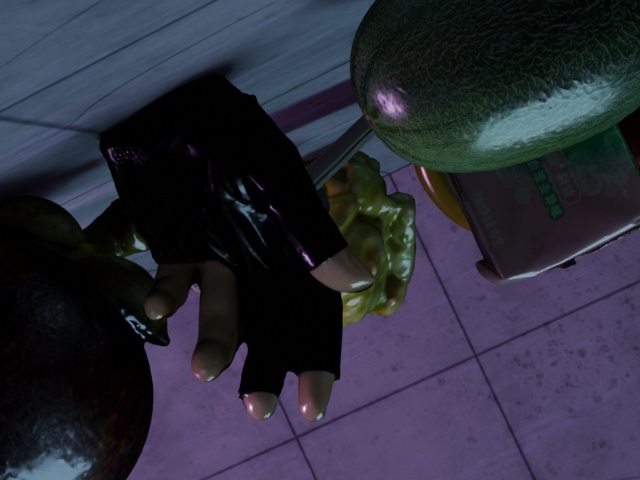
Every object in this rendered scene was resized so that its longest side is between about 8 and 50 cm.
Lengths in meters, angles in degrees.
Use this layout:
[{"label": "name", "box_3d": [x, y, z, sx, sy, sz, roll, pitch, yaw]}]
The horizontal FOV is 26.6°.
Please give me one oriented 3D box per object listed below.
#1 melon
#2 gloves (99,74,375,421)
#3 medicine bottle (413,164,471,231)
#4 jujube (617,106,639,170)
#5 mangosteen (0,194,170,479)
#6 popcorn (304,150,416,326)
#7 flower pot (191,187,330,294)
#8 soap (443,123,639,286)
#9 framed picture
[{"label": "melon", "box_3d": [0.161, -0.157, 1.008, 0.287, 0.182, 0.182, -22, 178, 2]}, {"label": "gloves", "box_3d": [-0.060, 0.006, 1.115, 0.197, 0.301, 0.152, -28, 157, 33]}, {"label": "medicine bottle", "box_3d": [0.230, -0.138, 1.626, 0.224, 0.224, 0.384, -26, -175, 12]}, {"label": "jujube", "box_3d": [0.481, -0.233, 1.741, 0.318, 0.223, 0.223, -55, 175, 5]}, {"label": "mangosteen", "box_3d": [-0.294, 0.115, 1.213, 0.330, 0.330, 0.330, -25, 178, -1]}, {"label": "popcorn", "box_3d": [0.017, -0.006, 2.178, 0.312, 0.312, 0.312, -25, 178, -1]}, {"label": "flower pot", "box_3d": [-0.068, 0.023, 1.890, 0.235, 0.140, 0.235, -20, -138, 19]}, {"label": "soap", "box_3d": [0.184, -0.108, 1.243, 0.218, 0.273, 0.098, -25, 179, -2]}, {"label": "framed picture", "box_3d": [0.015, -0.095, 1.584, 0.315, 0.024, 0.232, -45, 180, -12]}]
